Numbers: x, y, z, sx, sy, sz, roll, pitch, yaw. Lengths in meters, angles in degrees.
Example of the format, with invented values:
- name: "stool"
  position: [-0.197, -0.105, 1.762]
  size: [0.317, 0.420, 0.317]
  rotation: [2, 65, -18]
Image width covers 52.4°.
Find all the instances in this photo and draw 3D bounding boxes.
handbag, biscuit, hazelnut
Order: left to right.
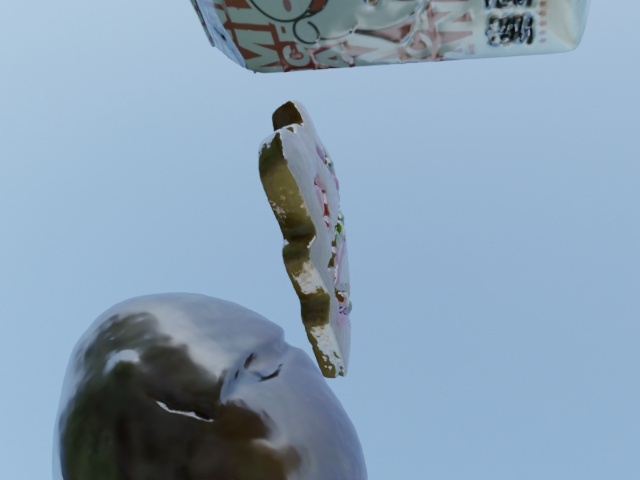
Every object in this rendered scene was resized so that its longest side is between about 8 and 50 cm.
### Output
- name: "hazelnut"
  position: [-0.120, 0.226, 0.685]
  size: [0.372, 0.372, 0.315]
  rotation: [40, -110, 12]
- name: "biscuit"
  position: [0.000, 0.000, 0.556]
  size: [0.041, 0.212, 0.239]
  rotation: [-11, -88, 8]
- name: "handbag"
  position: [0.020, -0.219, 0.417]
  size: [0.298, 0.171, 0.151]
  rotation: [3, -125, 21]
